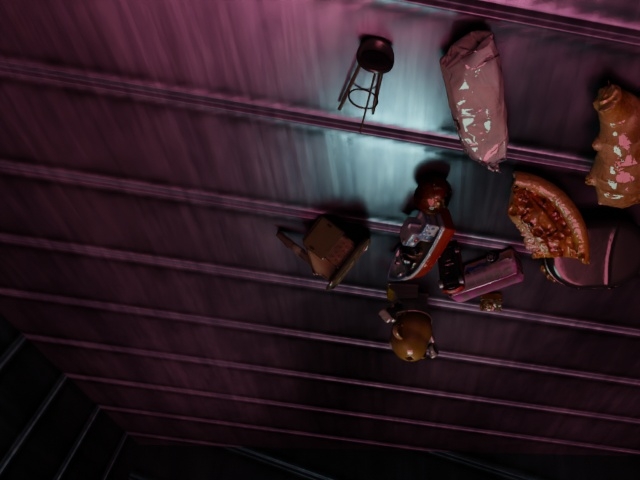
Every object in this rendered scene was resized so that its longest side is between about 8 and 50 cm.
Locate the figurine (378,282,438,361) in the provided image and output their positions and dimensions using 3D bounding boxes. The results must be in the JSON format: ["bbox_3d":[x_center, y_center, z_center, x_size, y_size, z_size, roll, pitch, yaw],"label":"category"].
[{"bbox_3d":[0.333,0.315,1.965,0.342,0.285,0.167,21,135,-20],"label":"figurine"}]

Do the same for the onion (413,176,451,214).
[{"bbox_3d":[0.335,-0.134,1.590,0.118,0.119,0.117,1,109,6],"label":"onion"}]

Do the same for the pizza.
[{"bbox_3d":[0.673,-0.055,1.567,0.182,0.074,0.365,-35,99,6],"label":"pizza"}]

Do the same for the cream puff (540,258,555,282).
[{"bbox_3d":[0.803,0.079,1.784,0.116,0.122,0.094,-22,159,-30],"label":"cream puff"}]

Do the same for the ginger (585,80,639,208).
[{"bbox_3d":[0.824,-0.244,1.367,0.236,0.166,0.376,0,145,20],"label":"ginger"}]

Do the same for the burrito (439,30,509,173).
[{"bbox_3d":[0.411,-0.324,1.363,0.138,0.101,0.446,-14,136,15],"label":"burrito"}]

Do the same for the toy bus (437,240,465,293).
[{"bbox_3d":[0.442,0.101,1.773,0.081,0.195,0.089,-16,138,23],"label":"toy bus"}]

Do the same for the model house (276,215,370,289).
[{"bbox_3d":[0.000,0.000,1.779,0.278,0.218,0.205,39,180,8],"label":"model house"}]

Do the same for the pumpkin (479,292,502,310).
[{"bbox_3d":[0.652,0.239,2.018,0.083,0.054,0.074,-1,134,14],"label":"pumpkin"}]

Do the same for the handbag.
[{"bbox_3d":[0.860,0.038,1.660,0.307,0.093,0.254,-2,106,9],"label":"handbag"}]

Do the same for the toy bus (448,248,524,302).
[{"bbox_3d":[0.568,0.125,1.858,0.274,0.112,0.090,-26,138,31],"label":"toy bus"}]

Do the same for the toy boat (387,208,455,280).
[{"bbox_3d":[0.305,0.025,1.737,0.133,0.145,0.332,7,137,-16],"label":"toy boat"}]

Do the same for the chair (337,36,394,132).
[{"bbox_3d":[0.120,-0.387,1.329,0.104,0.095,0.222,1,139,-13],"label":"chair"}]
